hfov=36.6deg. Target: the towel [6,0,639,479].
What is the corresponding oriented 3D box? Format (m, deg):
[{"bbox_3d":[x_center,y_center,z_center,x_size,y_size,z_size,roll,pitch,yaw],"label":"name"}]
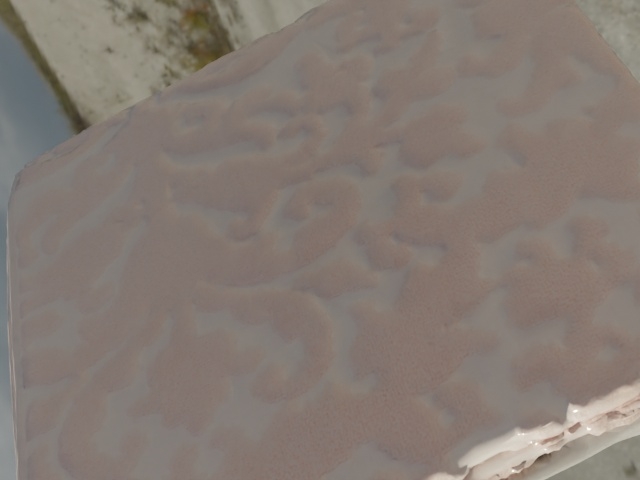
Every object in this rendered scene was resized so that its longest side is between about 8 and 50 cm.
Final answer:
[{"bbox_3d":[0.000,0.000,0.471,0.053,0.331,0.317,58,-170,-46],"label":"towel"}]
